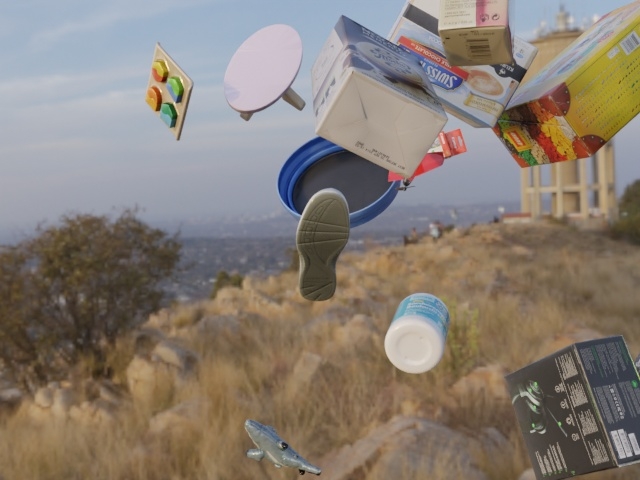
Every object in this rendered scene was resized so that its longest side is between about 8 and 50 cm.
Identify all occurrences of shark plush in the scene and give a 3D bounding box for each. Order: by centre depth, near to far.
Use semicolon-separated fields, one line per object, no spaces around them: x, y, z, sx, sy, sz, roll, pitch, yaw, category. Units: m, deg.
-0.075;0.389;1.416;0.161;0.067;0.073;38;54;25;shark plush

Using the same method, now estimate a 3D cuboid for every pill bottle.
0.254;0.224;1.977;0.146;0.146;0.264;-1;16;14;pill bottle

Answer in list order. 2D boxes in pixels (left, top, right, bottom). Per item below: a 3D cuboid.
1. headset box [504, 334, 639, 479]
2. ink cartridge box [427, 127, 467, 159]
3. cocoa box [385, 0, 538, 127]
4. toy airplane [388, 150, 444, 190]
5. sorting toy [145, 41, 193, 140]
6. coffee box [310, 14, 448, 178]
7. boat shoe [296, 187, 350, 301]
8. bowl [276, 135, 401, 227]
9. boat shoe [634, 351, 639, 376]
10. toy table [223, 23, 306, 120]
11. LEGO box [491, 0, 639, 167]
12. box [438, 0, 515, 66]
0.531;0.360;1.606;0.131;0.246;0.283;-5;-23;-24;headset box
0.279;-0.220;1.809;0.115;0.062;0.029;-17;-9;11;ink cartridge box
0.337;-0.468;2.010;0.347;0.227;0.231;29;6;-4;cocoa box
0.166;-0.153;1.349;0.028;0.151;0.151;29;-12;-27;toy airplane
-0.420;-0.403;2.098;0.038;0.193;0.208;-16;55;-36;sorting toy
0.085;-0.242;1.259;0.168;0.118;0.297;24;27;-16;coffee box
0.002;0.001;1.784;0.118;0.320;0.103;2;42;-2;boat shoe
0.062;-0.186;2.364;0.391;0.391;0.077;-1;-40;20;bowl
0.739;0.269;1.750;0.096;0.335;0.112;22;-8;33;boat shoe
-0.156;-0.461;2.173;0.274;0.252;0.161;-44;-6;-5;toy table
0.751;-0.435;2.096;0.500;0.193;0.372;-41;9;-8;LEGO box
0.300;-0.466;1.460;0.127;0.232;0.148;1;-14;18;box
